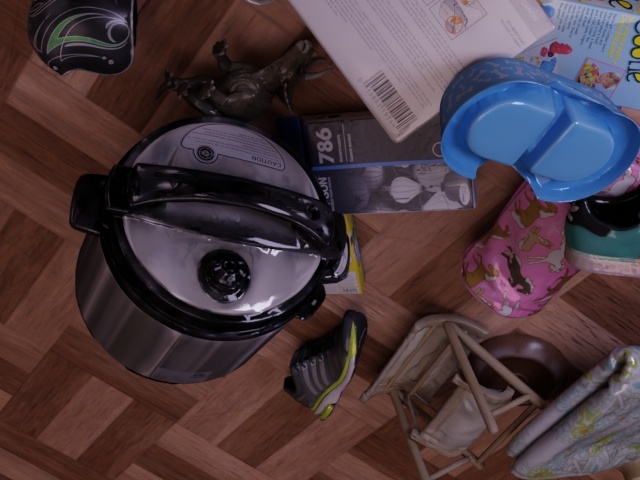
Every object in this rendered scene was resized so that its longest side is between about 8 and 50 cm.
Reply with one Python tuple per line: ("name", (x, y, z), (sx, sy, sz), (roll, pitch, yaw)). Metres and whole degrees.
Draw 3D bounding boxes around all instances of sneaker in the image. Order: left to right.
("sneaker", (0.005, 0.243, 1.862), (0.121, 0.111, 0.300), (23, 129, -1))
("sneaker", (0.501, -0.016, 1.321), (0.302, 0.108, 0.121), (2, 125, 12))

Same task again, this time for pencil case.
("pencil case", (0.374, -0.036, 1.503), (0.160, 0.167, 0.386), (-6, 142, -34))

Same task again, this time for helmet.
("helmet", (-0.364, -0.334, 1.427), (0.162, 0.169, 0.169), (2, 132, -9))

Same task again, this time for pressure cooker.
("pressure cooker", (-0.177, 0.013, 1.483), (0.375, 0.370, 0.420), (53, 149, 6))

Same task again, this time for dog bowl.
("dog bowl", (0.286, -0.148, 1.244), (0.297, 0.074, 0.166), (14, 133, -27))

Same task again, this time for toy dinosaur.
("toy dinosaur", (-0.149, -0.228, 1.484), (0.313, 0.121, 0.160), (-18, 147, 38))

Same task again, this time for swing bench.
("swing bench", (0.244, 0.302, 1.792), (0.254, 0.165, 0.253), (54, 137, 24))

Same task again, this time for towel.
("towel", (0.554, 0.316, 1.705), (0.321, 0.090, 0.374), (3, 139, -33))

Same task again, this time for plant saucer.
("plant saucer", (0.385, 0.264, 1.831), (0.199, 0.036, 0.198), (7, 130, 8))

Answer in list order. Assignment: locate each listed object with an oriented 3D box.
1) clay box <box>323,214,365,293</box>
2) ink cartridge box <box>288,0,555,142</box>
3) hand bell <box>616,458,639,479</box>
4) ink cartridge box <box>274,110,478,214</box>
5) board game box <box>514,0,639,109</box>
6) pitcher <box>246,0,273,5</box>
("clay box", (0.000, 0.000, 1.690), (0.127, 0.053, 0.222), (-1, 127, 15))
("ink cartridge box", (0.117, -0.321, 1.232), (0.261, 0.066, 0.296), (-34, 98, 23))
("hand bell", (0.643, 0.526, 1.851), (0.126, 0.242, 0.126), (7, 131, 8))
("ink cartridge box", (0.084, -0.128, 1.526), (0.333, 0.065, 0.165), (-3, 110, 16))
("board game box", (0.329, -0.301, 1.297), (0.275, 0.142, 0.144), (13, 132, 4))
("pitcher", (-0.123, -0.428, 1.323), (0.207, 0.125, 0.178), (22, 138, -21))
